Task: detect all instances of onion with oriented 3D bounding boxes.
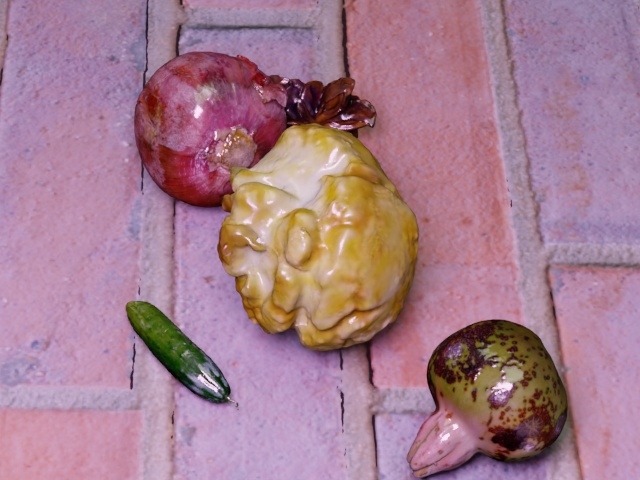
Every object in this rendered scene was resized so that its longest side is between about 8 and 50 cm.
[{"bbox_3d":[-0.124,-0.122,1.921,0.159,0.159,0.195,-19,28,-22],"label":"onion"}]

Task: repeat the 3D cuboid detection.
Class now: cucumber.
[{"bbox_3d":[-0.135,0.105,1.772,0.039,0.039,0.168,-29,55,-28],"label":"cucumber"}]

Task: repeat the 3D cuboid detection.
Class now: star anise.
[{"bbox_3d":[-0.028,-0.143,1.987,0.190,0.097,0.070,6,63,23],"label":"star anise"}]

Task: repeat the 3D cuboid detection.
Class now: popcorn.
[{"bbox_3d":[0.000,0.000,1.773,0.183,0.204,0.221,-14,31,1],"label":"popcorn"}]

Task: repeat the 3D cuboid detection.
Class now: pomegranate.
[{"bbox_3d":[0.149,0.151,1.721,0.138,0.163,0.125,46,18,14],"label":"pomegranate"}]
